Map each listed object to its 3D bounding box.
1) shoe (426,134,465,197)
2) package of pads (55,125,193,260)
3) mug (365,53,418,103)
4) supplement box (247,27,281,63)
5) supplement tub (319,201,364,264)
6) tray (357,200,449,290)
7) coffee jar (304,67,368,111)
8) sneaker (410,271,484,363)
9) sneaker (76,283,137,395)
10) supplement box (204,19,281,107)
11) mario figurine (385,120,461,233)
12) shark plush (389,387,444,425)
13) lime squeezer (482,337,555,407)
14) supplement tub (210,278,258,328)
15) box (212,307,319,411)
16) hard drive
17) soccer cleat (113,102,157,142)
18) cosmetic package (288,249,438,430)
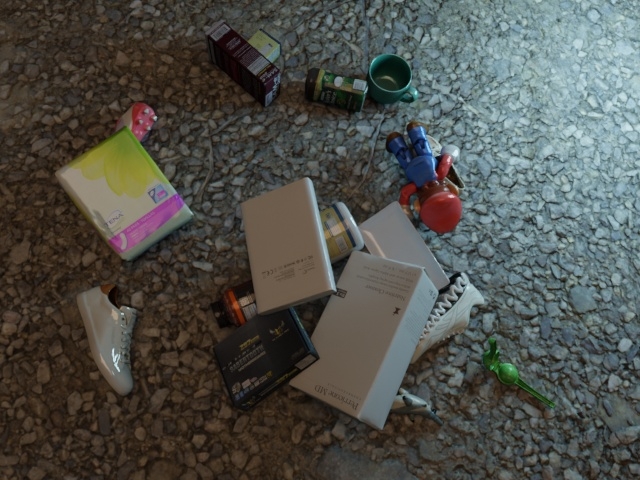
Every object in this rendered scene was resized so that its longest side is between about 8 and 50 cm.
[{"bbox_3d":[0.358,-0.224,1.576,0.076,0.058,0.219,-26,78,-11],"label":"shoe"},{"bbox_3d":[-0.516,-0.115,1.417,0.229,0.101,0.297,-37,98,-14],"label":"package of pads"},{"bbox_3d":[0.206,-0.467,1.613,0.129,0.097,0.158,-17,77,-10],"label":"mug"},{"bbox_3d":[-0.177,-0.582,1.636,0.083,0.056,0.083,38,75,6],"label":"supplement box"},{"bbox_3d":[0.000,0.000,1.430,0.199,0.144,0.144,-27,78,-1],"label":"supplement tub"},{"bbox_3d":[0.226,0.039,1.484,0.145,0.030,0.270,-35,78,17],"label":"tray"},{"bbox_3d":[0.044,-0.448,1.596,0.184,0.096,0.079,15,71,0],"label":"coffee jar"},{"bbox_3d":[0.327,0.222,1.428,0.118,0.110,0.292,43,75,-2],"label":"sneaker"},{"bbox_3d":[-0.510,0.238,1.347,0.123,0.106,0.290,-24,76,-8],"label":"sneaker"},{"bbox_3d":[-0.225,-0.517,1.575,0.239,0.130,0.073,43,75,7],"label":"supplement box"},{"bbox_3d":[0.299,-0.163,1.518,0.170,0.198,0.321,-6,68,-34],"label":"mario figurine"},{"bbox_3d":[0.244,0.440,1.397,0.161,0.073,0.067,25,93,-19],"label":"shark plush"},{"bbox_3d":[0.498,0.337,1.412,0.310,0.110,0.059,45,55,-23],"label":"lime squeezer"},{"bbox_3d":[-0.184,0.159,1.399,0.197,0.106,0.106,-22,77,-10],"label":"supplement tub"},{"bbox_3d":[-0.139,0.276,1.320,0.232,0.059,0.183,-36,49,5],"label":"box"},{"bbox_3d":[-0.087,0.013,1.347,0.203,0.040,0.308,-20,65,16],"label":"hard drive"},{"bbox_3d":[-0.561,-0.283,1.518,0.095,0.083,0.248,23,77,35],"label":"soccer cleat"},{"bbox_3d":[0.114,0.241,1.334,0.217,0.156,0.385,13,68,34],"label":"cosmetic package"}]
